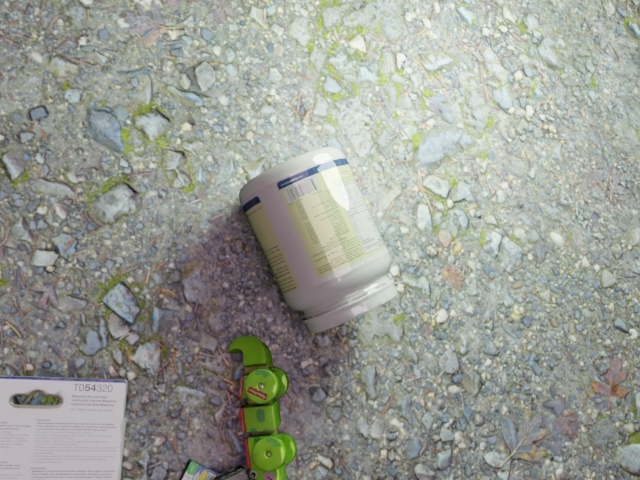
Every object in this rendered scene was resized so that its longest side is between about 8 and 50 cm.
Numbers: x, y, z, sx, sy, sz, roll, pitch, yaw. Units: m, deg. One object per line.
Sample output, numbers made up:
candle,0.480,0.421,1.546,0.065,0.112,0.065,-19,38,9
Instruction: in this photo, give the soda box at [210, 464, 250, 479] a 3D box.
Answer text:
soda box,-0.211,0.492,1.312,0.169,0.053,0.060,-22,87,-19

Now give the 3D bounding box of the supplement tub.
supplement tub,0.000,0.000,1.394,0.235,0.235,0.324,-24,89,-18

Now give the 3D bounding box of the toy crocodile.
toy crocodile,-0.116,0.357,1.371,0.105,0.115,0.340,-9,82,9

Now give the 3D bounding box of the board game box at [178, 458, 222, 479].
board game box,-0.239,0.549,1.343,0.136,0.035,0.201,27,75,-10

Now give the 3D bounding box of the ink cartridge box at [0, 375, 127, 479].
ink cartridge box,-0.530,0.415,1.262,0.324,0.071,0.330,6,77,-16
